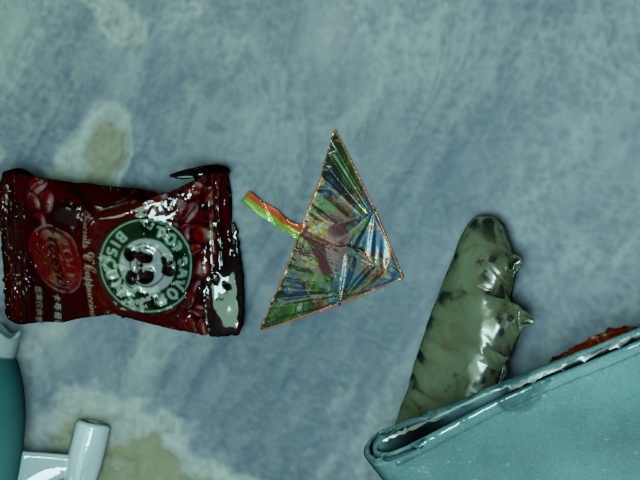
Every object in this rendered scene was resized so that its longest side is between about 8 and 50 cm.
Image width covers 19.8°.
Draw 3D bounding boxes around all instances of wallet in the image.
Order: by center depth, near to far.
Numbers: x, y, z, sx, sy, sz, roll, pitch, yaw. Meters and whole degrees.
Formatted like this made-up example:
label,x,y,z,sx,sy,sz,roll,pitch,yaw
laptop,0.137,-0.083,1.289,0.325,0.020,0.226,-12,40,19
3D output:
label,x,y,z,sx,sy,sz,roll,pitch,yaw
wallet,0.214,0.196,1.450,0.290,0.054,0.251,-24,121,18

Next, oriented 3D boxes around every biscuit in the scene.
label,x,y,z,sx,sy,sz,roll,pitch,yaw
biscuit,-0.181,0.007,1.619,0.235,0.063,0.151,1,107,14

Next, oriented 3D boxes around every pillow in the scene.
label,x,y,z,sx,sy,sz,roll,pitch,yaw
pillow,0.122,0.102,1.523,0.093,0.051,0.241,29,103,41

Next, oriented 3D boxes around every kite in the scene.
label,x,y,z,sx,sy,sz,roll,pitch,yaw
kite,0.000,0.000,1.584,0.159,0.010,0.190,23,101,16

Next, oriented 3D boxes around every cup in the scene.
label,x,y,z,sx,sy,sz,roll,pitch,yaw
cup,-0.338,0.153,1.639,0.300,0.167,0.173,12,90,-9

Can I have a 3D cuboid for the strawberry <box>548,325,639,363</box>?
label,x,y,z,sx,sy,sz,roll,pitch,yaw
strawberry,0.220,0.149,1.489,0.188,0.082,0.121,-33,88,16
